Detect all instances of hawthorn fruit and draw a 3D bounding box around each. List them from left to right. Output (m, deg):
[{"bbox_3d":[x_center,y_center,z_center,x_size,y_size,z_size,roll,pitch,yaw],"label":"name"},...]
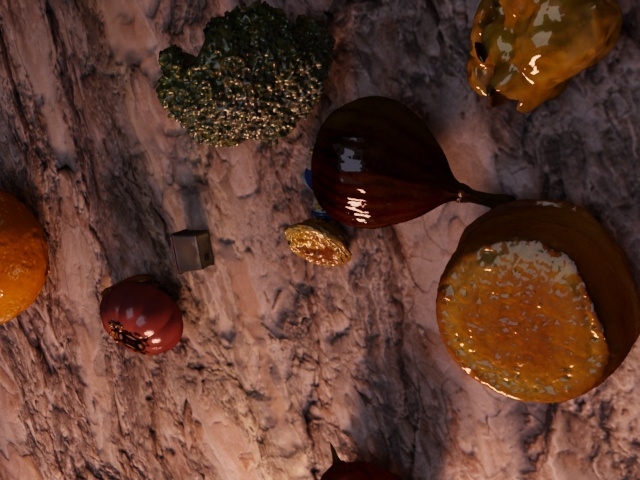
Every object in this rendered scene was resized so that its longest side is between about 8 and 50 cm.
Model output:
[{"bbox_3d":[0.072,0.485,1.433,0.189,0.189,0.251,-40,73,33],"label":"hawthorn fruit"}]

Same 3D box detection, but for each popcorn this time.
[{"bbox_3d":[0.294,-0.292,1.078,0.253,0.191,0.190,-49,62,41],"label":"popcorn"}]

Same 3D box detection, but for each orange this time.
[{"bbox_3d":[-0.800,0.041,1.793,0.340,0.293,0.341,7,105,29],"label":"orange"}]

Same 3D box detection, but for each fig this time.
[{"bbox_3d":[0.149,-0.109,1.236,0.320,0.217,0.217,13,111,7],"label":"fig"}]

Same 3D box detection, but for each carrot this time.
[{"bbox_3d":[-0.418,0.102,1.717,0.139,0.048,0.048,-25,89,33],"label":"carrot"}]

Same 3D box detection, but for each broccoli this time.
[{"bbox_3d":[-0.126,-0.270,1.321,0.287,0.260,0.236,4,94,-13],"label":"broccoli"}]

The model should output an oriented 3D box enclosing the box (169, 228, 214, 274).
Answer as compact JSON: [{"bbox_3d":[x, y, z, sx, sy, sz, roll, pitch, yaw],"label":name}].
[{"bbox_3d":[-0.256,0.020,1.586,0.063,0.060,0.085,-5,99,28],"label":"box"}]

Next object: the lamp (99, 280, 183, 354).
[{"bbox_3d":[-0.368,0.155,1.646,0.182,0.140,0.182,17,142,14],"label":"lamp"}]

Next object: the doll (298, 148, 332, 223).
[{"bbox_3d":[0.005,-0.092,1.393,0.098,0.057,0.143,9,113,29],"label":"doll"}]

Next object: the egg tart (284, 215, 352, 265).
[{"bbox_3d":[0.000,0.000,1.401,0.130,0.052,0.130,19,153,10],"label":"egg tart"}]

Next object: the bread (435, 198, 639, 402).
[{"bbox_3d":[0.311,0.095,1.175,0.312,0.172,0.312,9,108,28],"label":"bread"}]
